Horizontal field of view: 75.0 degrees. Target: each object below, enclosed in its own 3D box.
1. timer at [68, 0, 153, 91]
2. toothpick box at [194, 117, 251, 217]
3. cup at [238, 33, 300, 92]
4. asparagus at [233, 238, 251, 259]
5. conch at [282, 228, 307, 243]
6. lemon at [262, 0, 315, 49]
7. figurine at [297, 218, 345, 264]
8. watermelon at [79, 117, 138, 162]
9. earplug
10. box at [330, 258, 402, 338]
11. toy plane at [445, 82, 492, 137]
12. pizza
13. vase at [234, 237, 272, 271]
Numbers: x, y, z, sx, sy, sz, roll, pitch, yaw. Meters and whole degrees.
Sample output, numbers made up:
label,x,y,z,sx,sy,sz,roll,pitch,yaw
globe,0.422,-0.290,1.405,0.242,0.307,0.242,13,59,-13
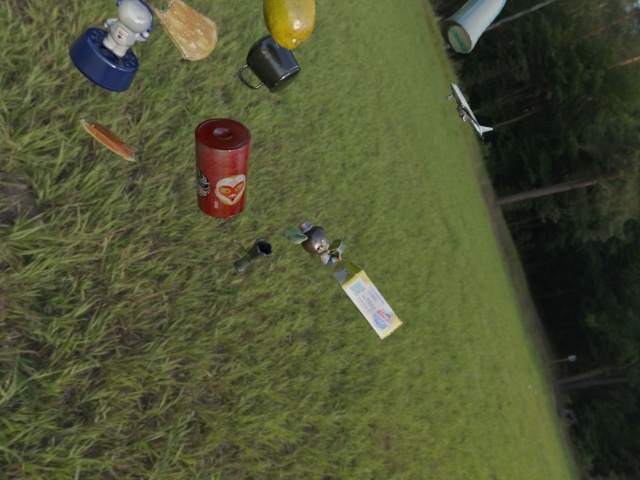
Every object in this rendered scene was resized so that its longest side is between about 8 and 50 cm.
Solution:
label,x,y,z,sx,sy,sz,roll,pitch,yaw
timer,-0.854,-0.864,1.786,0.270,0.383,0.270,39,29,-27
toothpick box,-0.378,-0.272,1.607,0.333,0.204,0.204,108,-11,-46
cup,-0.195,-0.646,1.567,0.176,0.223,0.169,52,-1,-11
asparagus,-0.362,0.041,1.951,0.022,0.023,0.233,46,-10,25
conch,-0.116,-0.024,1.830,0.088,0.180,0.065,34,76,-25
lemon,-0.093,-0.699,1.273,0.170,0.170,0.207,-11,92,-68
figurine,-0.006,0.007,2.144,0.275,0.158,0.161,38,2,-29
watermelon,-0.800,-0.385,1.582,0.063,0.119,0.245,-52,132,-9
earplug,0.728,-1.051,1.914,0.185,0.324,0.185,42,0,0
box,0.165,0.211,1.518,0.265,0.097,0.168,53,-4,-18
toy plane,0.515,-0.453,1.469,0.226,0.058,0.226,43,24,-14
pizza,-0.475,-0.740,1.452,0.262,0.034,0.181,22,84,-50
vase,-0.377,0.090,2.281,0.115,0.237,0.115,32,38,-30
